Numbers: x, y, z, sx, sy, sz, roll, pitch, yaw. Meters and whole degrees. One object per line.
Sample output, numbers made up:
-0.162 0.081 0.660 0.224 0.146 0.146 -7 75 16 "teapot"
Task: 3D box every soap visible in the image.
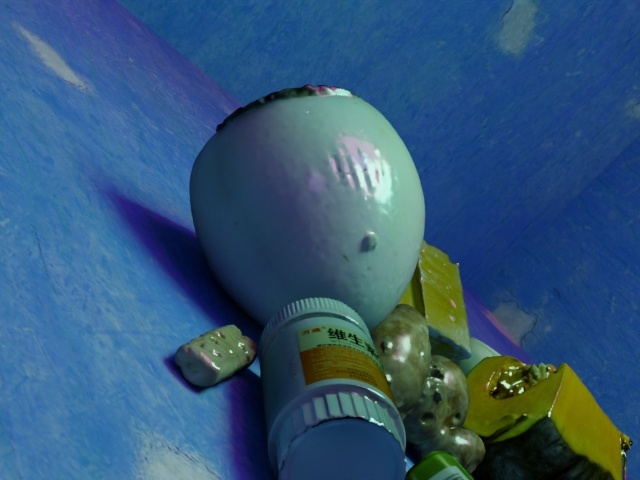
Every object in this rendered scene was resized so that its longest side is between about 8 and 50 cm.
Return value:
0.182 0.125 2.093 0.259 0.143 0.281 27 36 -23 "soap"

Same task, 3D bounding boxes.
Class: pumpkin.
0.367 0.344 1.738 0.225 0.256 0.303 53 -26 -16 "pumpkin"

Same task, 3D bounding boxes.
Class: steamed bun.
0.365 0.325 2.180 0.232 0.145 0.232 38 -3 3 "steamed bun"

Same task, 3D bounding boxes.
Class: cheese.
-0.126 0.140 1.229 0.065 0.043 0.194 47 10 8 "cheese"

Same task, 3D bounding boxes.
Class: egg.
0.000 0.000 1.511 0.354 0.354 0.339 31 32 -53 "egg"

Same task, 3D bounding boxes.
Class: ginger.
0.154 0.242 1.605 0.304 0.155 0.244 45 26 -23 "ginger"

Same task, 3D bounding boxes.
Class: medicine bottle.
0.009 0.197 1.199 0.158 0.158 0.318 41 11 -17 "medicine bottle"

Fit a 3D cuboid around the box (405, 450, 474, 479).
0.231 0.405 1.241 0.134 0.097 0.345 58 -8 -33 "box"
